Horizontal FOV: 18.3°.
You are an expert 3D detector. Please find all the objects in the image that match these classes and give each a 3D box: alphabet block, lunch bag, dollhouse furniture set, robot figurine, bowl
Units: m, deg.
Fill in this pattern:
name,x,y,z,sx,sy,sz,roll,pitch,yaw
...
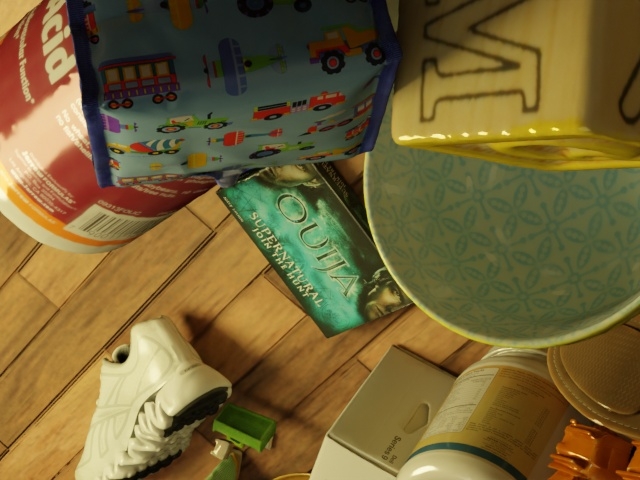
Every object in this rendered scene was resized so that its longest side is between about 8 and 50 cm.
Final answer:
name,x,y,z,sx,sy,sz,roll,pitch,yaw
alphabet block,0.183,-0.158,1.432,0.193,0.192,0.197,0,84,47
lunch bag,-0.067,-0.107,1.486,0.221,0.138,0.293,-9,157,-6
dollhouse furniture set,-0.086,0.240,2.095,0.058,0.076,0.152,23,131,14
robot figurine,0.336,0.254,1.671,0.291,0.085,0.211,37,167,-20
bowl,0.197,-0.048,1.630,0.289,0.156,0.289,-4,80,24

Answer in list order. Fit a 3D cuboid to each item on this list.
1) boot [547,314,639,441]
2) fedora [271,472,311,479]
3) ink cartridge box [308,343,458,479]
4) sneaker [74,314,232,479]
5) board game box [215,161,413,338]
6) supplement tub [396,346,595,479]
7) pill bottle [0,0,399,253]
name,x,y,z,sx,sy,sz,roll,pitch,yaw
boot,0.349,0.176,1.786,0.283,0.109,0.220,21,164,43
fedora,-0.004,0.338,2.120,0.194,0.079,0.194,15,130,19
ink cartridge box,0.051,0.232,1.954,0.093,0.154,0.212,29,134,9
sneaker,-0.194,0.180,2.110,0.118,0.110,0.292,55,139,13
board game box,0.000,0.000,1.895,0.126,0.026,0.186,-25,109,41
supplement tub,0.167,0.197,1.825,0.144,0.200,0.144,17,132,20
pill bottle,-0.122,-0.160,1.708,0.224,0.224,0.392,49,133,-11
